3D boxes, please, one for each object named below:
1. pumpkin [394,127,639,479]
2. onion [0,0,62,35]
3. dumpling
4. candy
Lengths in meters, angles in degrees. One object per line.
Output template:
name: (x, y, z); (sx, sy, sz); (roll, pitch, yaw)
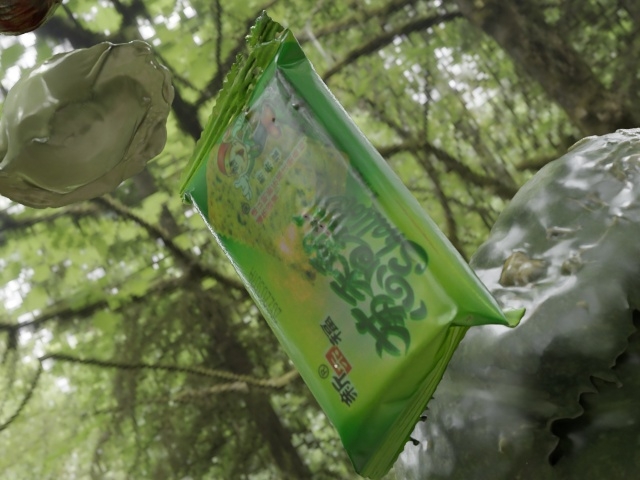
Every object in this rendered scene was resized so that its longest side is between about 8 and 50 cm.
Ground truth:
pumpkin: (0.204, 0.082, 0.656); (0.328, 0.291, 0.257); (-67, 12, -15)
onion: (-0.342, -0.335, 1.162); (0.190, 0.246, 0.246); (12, -30, 0)
dumpling: (-0.276, -0.128, 1.320); (0.258, 0.147, 0.193); (-39, -37, 8)
candy: (-0.001, 0.000, 0.464); (0.032, 0.178, 0.102); (2, -46, -48)
